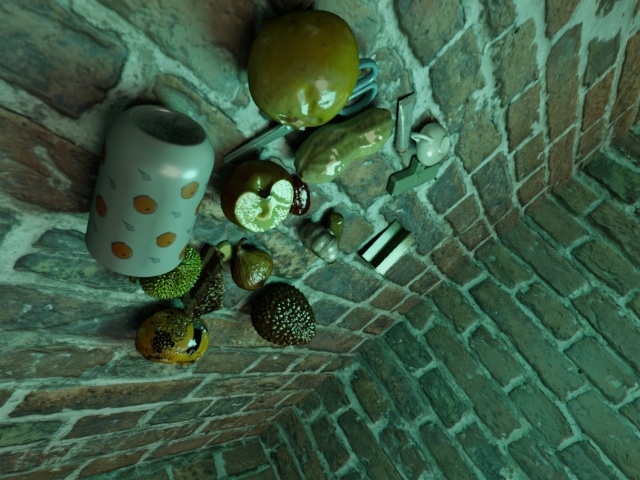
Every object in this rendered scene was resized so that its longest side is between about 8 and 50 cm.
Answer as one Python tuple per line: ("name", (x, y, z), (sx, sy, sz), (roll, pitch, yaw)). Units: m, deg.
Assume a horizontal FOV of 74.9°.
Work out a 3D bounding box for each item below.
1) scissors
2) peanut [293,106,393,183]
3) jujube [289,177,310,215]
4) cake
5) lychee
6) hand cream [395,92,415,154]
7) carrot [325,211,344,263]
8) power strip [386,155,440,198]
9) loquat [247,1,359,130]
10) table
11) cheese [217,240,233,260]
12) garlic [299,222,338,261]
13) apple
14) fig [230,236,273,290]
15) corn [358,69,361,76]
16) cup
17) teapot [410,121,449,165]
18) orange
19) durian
("scissors", (-0.049, -0.309, 1.063), (0.448, 0.029, 0.192), (-30, 165, -2))
("peanut", (0.068, -0.268, 1.155), (0.314, 0.149, 0.149), (-28, 149, -14))
("jujube", (-0.068, -0.134, 1.273), (0.078, 0.077, 0.129), (-21, 138, -24))
("cake", (-0.337, 0.124, 1.326), (0.135, 0.112, 0.246), (3, 129, -52))
("lychee", (-0.134, 0.306, 1.643), (0.272, 0.271, 0.271), (-26, 149, -17))
("hand cream", (0.263, -0.361, 1.322), (0.067, 0.043, 0.209), (-32, 146, -21))
("carrot", (0.046, 0.000, 1.588), (0.070, 0.070, 0.342), (-25, 154, -18))
("power strip", (0.355, -0.249, 1.548), (0.216, 0.061, 0.145), (-25, 150, -19))
("loquat", (-0.034, -0.356, 0.852), (0.244, 0.243, 0.243), (-26, 149, -17))
("table", (0.297, 0.033, 1.819), (0.226, 0.167, 0.167), (-47, 150, 2))
("cheese", (-0.299, 0.037, 1.316), (0.044, 0.030, 0.083), (-21, 150, -19))
("garlic", (0.000, 0.000, 1.456), (0.102, 0.159, 0.147), (-50, 139, -8))
("apple", (-0.169, -0.123, 1.092), (0.195, 0.160, 0.173), (-28, 153, -17))
("fig", (-0.241, 0.068, 1.334), (0.134, 0.146, 0.201), (2, 148, 23))
("corn", (0.070, -0.415, 1.053), (0.083, 0.027, 0.028), (-30, 170, -10))
("cup", (-0.353, -0.105, 0.878), (0.213, 0.212, 0.317), (-4, 137, -43))
("teapot", (0.374, -0.327, 1.408), (0.226, 0.092, 0.145), (10, 95, -54))
("orange", (-0.480, 0.315, 1.357), (0.235, 0.182, 0.234), (-6, 165, -2))
("durian", (-0.414, 0.088, 1.143), (0.198, 0.159, 0.146), (-39, 151, 8))
